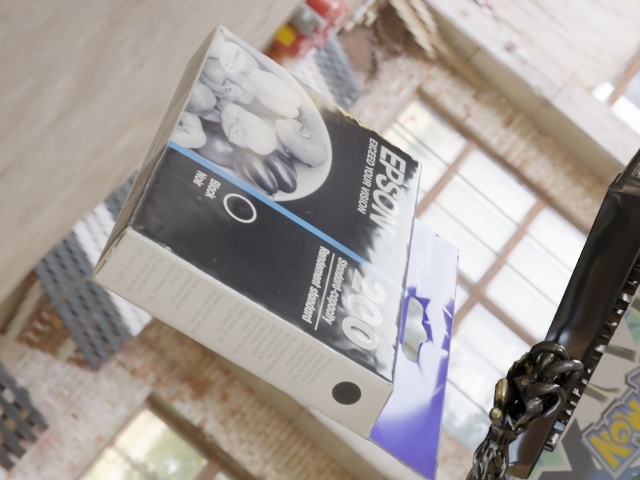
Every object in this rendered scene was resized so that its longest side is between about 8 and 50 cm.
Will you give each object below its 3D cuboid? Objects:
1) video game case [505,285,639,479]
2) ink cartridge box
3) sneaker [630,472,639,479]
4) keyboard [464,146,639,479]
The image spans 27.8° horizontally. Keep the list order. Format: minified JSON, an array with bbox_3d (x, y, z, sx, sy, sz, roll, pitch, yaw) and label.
[{"bbox_3d":[0.302,0.181,0.973,0.329,0.300,0.036,-61,159,11],"label":"video game case"},{"bbox_3d":[0.000,0.000,0.697,0.045,0.208,0.206,-46,-162,33],"label":"ink cartridge box"},{"bbox_3d":[0.194,0.233,0.683,0.275,0.110,0.107,-90,-170,-46],"label":"sneaker"},{"bbox_3d":[0.133,0.051,0.661,0.201,0.033,0.317,-50,162,-26],"label":"keyboard"}]
